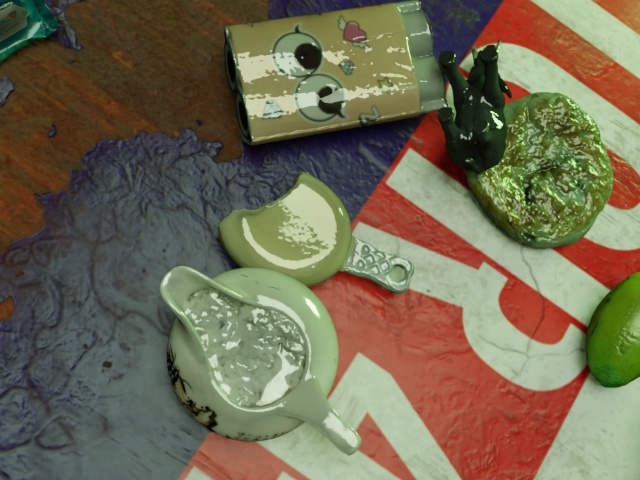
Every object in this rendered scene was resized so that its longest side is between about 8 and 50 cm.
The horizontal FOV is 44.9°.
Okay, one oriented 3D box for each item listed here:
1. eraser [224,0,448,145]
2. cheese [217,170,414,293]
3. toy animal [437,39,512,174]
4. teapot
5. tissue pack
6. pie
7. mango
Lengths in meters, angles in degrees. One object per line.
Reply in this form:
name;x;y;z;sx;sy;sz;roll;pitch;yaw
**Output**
eraser;0.020;-0.236;1.092;0.290;0.087;0.171;-12;85;-14
cheese;-0.006;0.019;1.035;0.249;0.071;0.163;42;72;0
toy animal;0.220;-0.212;1.085;0.082;0.137;0.270;-1;58;24
teapot;-0.065;0.149;0.943;0.299;0.166;0.208;38;69;5
tissue pack;-0.429;-0.282;1.047;0.138;0.028;0.085;-33;81;-12
pie;0.322;-0.105;1.139;0.240;0.054;0.241;2;78;-10
mango;0.441;0.127;1.084;0.119;0.100;0.178;37;80;-3
